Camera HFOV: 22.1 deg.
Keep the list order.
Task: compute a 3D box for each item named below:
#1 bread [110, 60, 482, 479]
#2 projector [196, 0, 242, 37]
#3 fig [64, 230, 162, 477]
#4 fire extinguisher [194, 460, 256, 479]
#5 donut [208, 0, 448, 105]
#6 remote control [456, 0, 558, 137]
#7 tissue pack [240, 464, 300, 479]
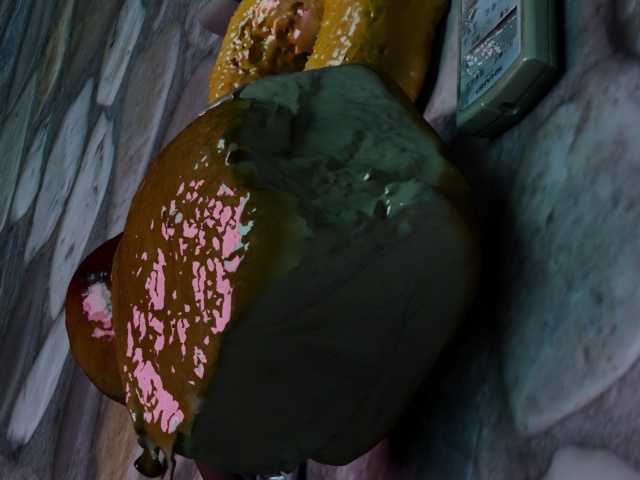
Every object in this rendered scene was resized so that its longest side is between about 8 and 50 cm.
[{"bbox_3d":[-0.022,0.008,1.157,0.250,0.225,0.279,-66,30,28],"label":"bread"},{"bbox_3d":[-0.072,-0.258,1.701,0.082,0.083,0.083,-27,48,60],"label":"projector"},{"bbox_3d":[-0.162,0.114,1.479,0.290,0.191,0.190,-56,26,31],"label":"fig"},{"bbox_3d":[-0.070,0.193,1.316,0.049,0.035,0.173,-31,24,-4],"label":"fire extinguisher"},{"bbox_3d":[0.007,-0.154,1.402,0.253,0.118,0.253,-31,46,38],"label":"donut"},{"bbox_3d":[0.137,-0.189,1.205,0.098,0.038,0.233,-45,34,49],"label":"remote control"},{"bbox_3d":[-0.048,0.188,1.341,0.122,0.026,0.193,-44,33,49],"label":"tissue pack"}]
